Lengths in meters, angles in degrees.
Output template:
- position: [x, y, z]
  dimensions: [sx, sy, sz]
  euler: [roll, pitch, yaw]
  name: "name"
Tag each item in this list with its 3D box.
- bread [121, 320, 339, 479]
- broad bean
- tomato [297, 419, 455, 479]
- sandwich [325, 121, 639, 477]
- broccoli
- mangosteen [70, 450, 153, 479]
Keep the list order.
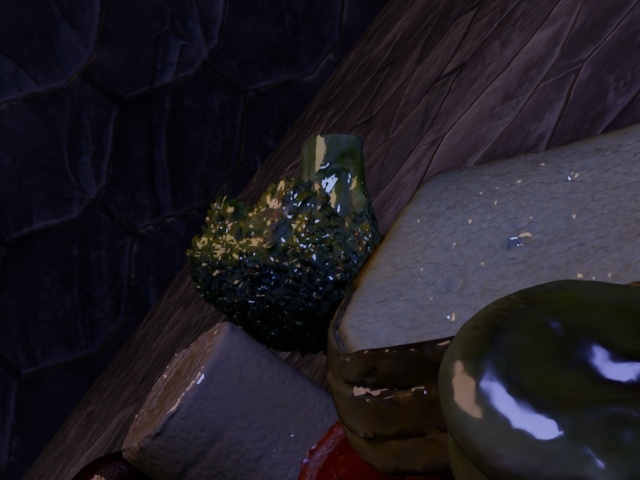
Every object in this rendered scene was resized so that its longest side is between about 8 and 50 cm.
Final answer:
- position: [-0.067, 0.155, 1.340]
  dimensions: [0.134, 0.141, 0.148]
  euler: [-59, 11, -25]
  name: "bread"
- position: [0.143, 0.084, 0.604]
  dimensions: [0.153, 0.206, 0.072]
  euler: [-49, -30, -36]
  name: "broad bean"
- position: [0.074, 0.143, 0.895]
  dimensions: [0.159, 0.091, 0.139]
  euler: [-17, 29, 16]
  name: "tomato"
- position: [0.127, 0.024, 0.886]
  dimensions: [0.226, 0.087, 0.251]
  euler: [-13, 19, 21]
  name: "sandwich"
- position: [0.000, 0.000, 1.370]
  dimensions: [0.194, 0.219, 0.194]
  euler: [2, -90, -82]
  name: "broccoli"
- position: [-0.178, 0.263, 1.544]
  dimensions: [0.140, 0.140, 0.140]
  euler: [-49, 10, 11]
  name: "mangosteen"
